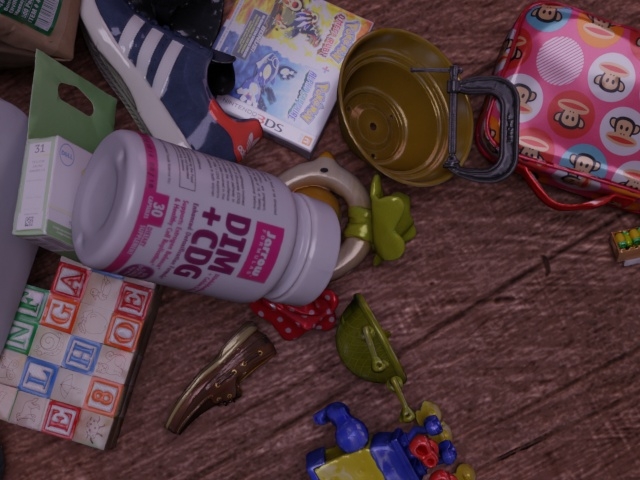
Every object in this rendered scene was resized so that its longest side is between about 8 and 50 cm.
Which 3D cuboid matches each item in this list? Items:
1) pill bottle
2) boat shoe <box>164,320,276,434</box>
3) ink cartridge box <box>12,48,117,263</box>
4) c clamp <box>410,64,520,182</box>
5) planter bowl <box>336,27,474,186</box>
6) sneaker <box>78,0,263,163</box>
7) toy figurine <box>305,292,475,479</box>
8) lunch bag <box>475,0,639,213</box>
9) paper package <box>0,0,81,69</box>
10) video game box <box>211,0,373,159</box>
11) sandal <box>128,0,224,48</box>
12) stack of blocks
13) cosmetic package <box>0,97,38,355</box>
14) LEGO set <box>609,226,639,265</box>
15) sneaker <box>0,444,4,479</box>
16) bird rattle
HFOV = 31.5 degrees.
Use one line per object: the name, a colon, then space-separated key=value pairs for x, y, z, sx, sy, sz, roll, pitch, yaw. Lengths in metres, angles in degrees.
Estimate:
pill bottle: x=-0.128 y=-0.016 z=1.321 sx=0.283 sy=0.160 sz=0.160 roll=15 pitch=80 yaw=-32
boat shoe: x=-0.130 y=0.187 z=1.477 sx=0.060 sy=0.064 sz=0.178 roll=41 pitch=81 yaw=7
ink cartridge box: x=-0.287 y=-0.095 z=1.379 sx=0.056 sy=0.171 sz=0.235 roll=-3 pitch=73 yaw=26
c clamp: x=0.189 y=-0.150 z=1.462 sx=0.137 sy=0.022 sz=0.160 roll=-5 pitch=85 yaw=11
planter bowl: x=0.091 y=-0.163 z=1.501 sx=0.217 sy=0.090 sz=0.217 roll=10 pitch=70 yaw=-30
sneaker: x=-0.197 y=-0.229 z=1.457 sx=0.148 sy=0.131 sz=0.350 roll=-30 pitch=76 yaw=-11
toy figurine: x=0.047 y=0.275 z=1.403 sx=0.217 sy=0.191 sz=0.362 roll=-28 pitch=99 yaw=10
lunch bag: x=0.362 y=-0.158 z=1.507 sx=0.293 sy=0.120 sz=0.258 roll=20 pitch=82 yaw=2
paper package: x=-0.443 y=-0.392 z=1.436 sx=0.310 sy=0.168 sz=0.324 roll=1 pitch=79 yaw=38
video game box: x=-0.053 y=-0.242 z=1.551 sx=0.187 sy=0.048 sz=0.205 roll=25 pitch=82 yaw=0
sandal: x=-0.198 y=-0.432 z=1.543 sx=0.168 sy=0.107 sz=0.445 roll=10 pitch=84 yaw=2
stack of blocks: x=-0.309 y=0.104 z=1.474 sx=0.171 sy=0.087 sz=0.297 roll=17 pitch=82 yaw=2
cosmetic package: x=-0.576 y=-0.055 z=1.336 sx=0.394 sy=0.329 sz=0.327 roll=16 pitch=81 yaw=16
LEGO set: x=0.536 y=0.006 z=1.492 sx=0.287 sy=0.107 sz=0.132 roll=21 pitch=82 yaw=2
sneaker: x=-0.466 y=0.243 z=1.466 sx=0.072 sy=0.077 sz=0.178 roll=-24 pitch=102 yaw=-26
bird rattle: x=0.000 y=0.000 z=1.502 sx=0.253 sy=0.143 sz=0.207 roll=-38 pitch=72 yaw=7
